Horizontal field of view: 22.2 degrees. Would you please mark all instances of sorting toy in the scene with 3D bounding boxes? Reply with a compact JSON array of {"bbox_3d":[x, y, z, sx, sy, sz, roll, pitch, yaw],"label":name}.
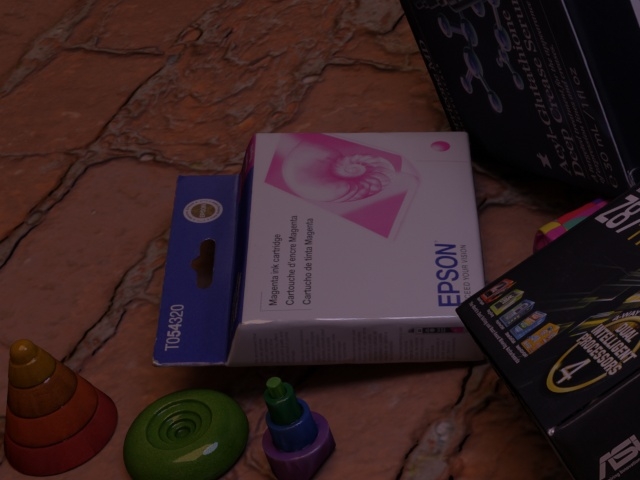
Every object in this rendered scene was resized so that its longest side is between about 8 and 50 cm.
[{"bbox_3d":[-0.166,0.153,1.566,0.365,0.126,0.127,2,41,26],"label":"sorting toy"}]

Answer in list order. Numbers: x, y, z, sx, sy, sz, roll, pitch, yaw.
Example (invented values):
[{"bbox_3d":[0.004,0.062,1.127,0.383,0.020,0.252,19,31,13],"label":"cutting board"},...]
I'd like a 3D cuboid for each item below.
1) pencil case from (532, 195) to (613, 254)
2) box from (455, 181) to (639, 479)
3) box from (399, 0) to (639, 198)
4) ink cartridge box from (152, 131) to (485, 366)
[{"bbox_3d":[0.320,-0.012,1.599,0.236,0.104,0.104,-29,38,-12],"label":"pencil case"},{"bbox_3d":[0.290,0.043,1.311,0.318,0.097,0.395,-33,11,2],"label":"box"},{"bbox_3d":[0.257,-0.237,1.658,0.212,0.294,0.395,-29,18,-13],"label":"box"},{"bbox_3d":[0.000,0.000,1.686,0.330,0.071,0.324,-1,38,0],"label":"ink cartridge box"}]
